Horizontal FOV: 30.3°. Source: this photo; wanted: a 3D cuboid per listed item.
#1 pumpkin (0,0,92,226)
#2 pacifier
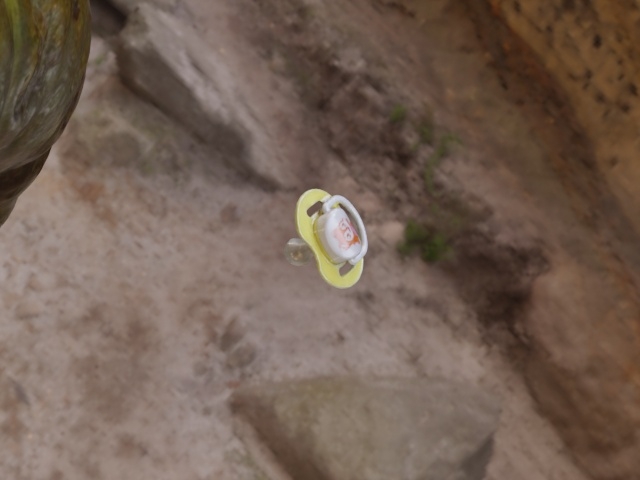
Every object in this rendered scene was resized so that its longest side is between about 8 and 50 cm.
[{"bbox_3d":[-0.160,-0.038,0.348,0.157,0.223,0.223,42,17,-3],"label":"pumpkin"},{"bbox_3d":[0.000,0.000,0.942,0.068,0.064,0.083,-42,107,-50],"label":"pacifier"}]
